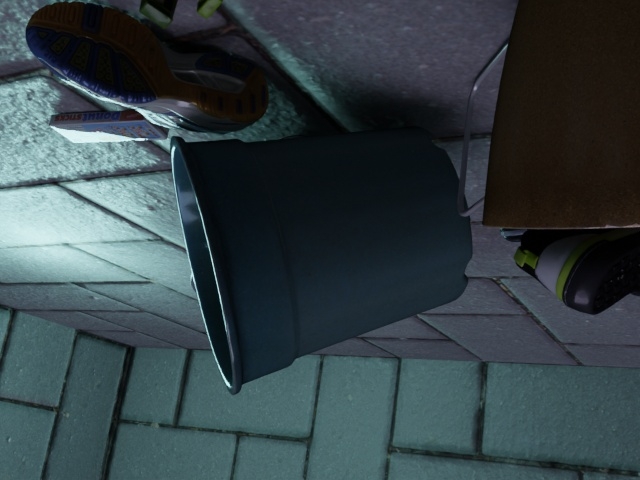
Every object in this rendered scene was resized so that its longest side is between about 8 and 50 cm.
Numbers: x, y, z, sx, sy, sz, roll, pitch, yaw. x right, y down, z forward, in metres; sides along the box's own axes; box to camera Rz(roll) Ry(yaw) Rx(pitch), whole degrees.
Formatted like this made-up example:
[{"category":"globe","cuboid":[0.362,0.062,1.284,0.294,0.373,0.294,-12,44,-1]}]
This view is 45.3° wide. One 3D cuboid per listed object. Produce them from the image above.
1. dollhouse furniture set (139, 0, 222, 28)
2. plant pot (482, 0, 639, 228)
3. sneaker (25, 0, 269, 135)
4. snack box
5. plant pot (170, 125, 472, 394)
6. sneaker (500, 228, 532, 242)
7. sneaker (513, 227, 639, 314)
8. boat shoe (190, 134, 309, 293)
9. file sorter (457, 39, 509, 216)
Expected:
[{"category":"dollhouse furniture set","cuboid":[-0.121,-0.281,0.771,0.076,0.058,0.152,28,135,-31]},{"category":"plant pot","cuboid":[0.245,-0.142,0.619,0.237,0.254,0.237,-4,-176,0]},{"category":"sneaker","cuboid":[-0.218,-0.190,0.951,0.297,0.111,0.131,18,160,-26]},{"category":"snack box","cuboid":[-0.328,-0.175,1.188,0.178,0.022,0.064,1,160,21]},{"category":"plant pot","cuboid":[0.000,0.000,1.035,0.334,0.341,0.341,-12,167,-14]},{"category":"sneaker","cuboid":[0.408,-0.040,1.239,0.224,0.083,0.098,-1,-177,34]},{"category":"sneaker","cuboid":[0.261,0.003,0.723,0.097,0.084,0.235,30,-157,35]},{"category":"boat shoe","cuboid":[-0.104,-0.062,1.276,0.136,0.156,0.367,19,131,-19]},{"category":"file sorter","cuboid":[0.315,-0.103,0.859,0.278,0.192,0.173,10,165,-7]}]
